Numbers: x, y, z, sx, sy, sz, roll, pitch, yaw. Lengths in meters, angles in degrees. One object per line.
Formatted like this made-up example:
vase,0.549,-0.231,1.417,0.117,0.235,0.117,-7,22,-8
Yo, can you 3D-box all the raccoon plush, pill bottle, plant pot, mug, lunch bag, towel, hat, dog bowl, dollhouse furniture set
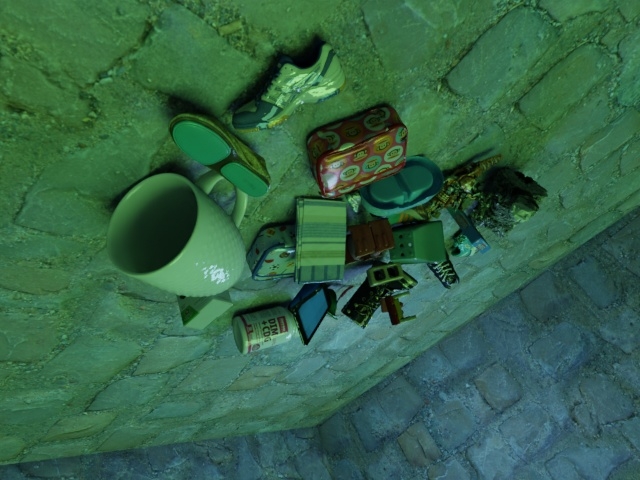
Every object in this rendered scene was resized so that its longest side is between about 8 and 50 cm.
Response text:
raccoon plush,0.713,-0.101,1.878,0.446,0.216,0.299,-29,151,-50
pill bottle,-0.217,0.370,1.993,0.282,0.160,0.160,-11,145,-26
plant pot,0.358,0.012,1.800,0.165,0.166,0.234,-6,178,33
mug,-0.329,-0.025,1.282,0.374,0.276,0.328,-59,152,-9
lunch bag,-0.100,0.050,1.671,0.303,0.115,0.243,-2,142,-33
lunch bag,0.111,-0.247,1.405,0.292,0.120,0.258,-22,152,-6
towel,0.000,0.000,1.575,0.209,0.285,0.034,-1,-176,-36
hat,0.057,0.228,2.071,0.184,0.173,0.208,-52,-175,-8
dog bowl,0.267,-0.177,1.577,0.297,0.166,0.074,-19,156,-13
dollhouse furniture set,0.196,0.126,1.691,0.152,0.375,0.201,-12,169,-10

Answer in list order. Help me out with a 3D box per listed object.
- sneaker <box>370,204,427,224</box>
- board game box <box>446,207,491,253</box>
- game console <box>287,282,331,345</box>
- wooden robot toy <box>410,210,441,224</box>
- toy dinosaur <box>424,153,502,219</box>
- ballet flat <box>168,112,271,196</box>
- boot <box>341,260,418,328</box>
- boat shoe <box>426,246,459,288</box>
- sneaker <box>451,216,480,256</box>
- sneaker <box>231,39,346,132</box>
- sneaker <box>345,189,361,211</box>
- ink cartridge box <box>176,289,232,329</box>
sneaker,0.292,-0.114,1.750,0.121,0.108,0.302,-26,158,33
board game box,0.615,-0.055,1.957,0.047,0.210,0.160,-38,146,18
game console,0.014,0.215,1.795,0.250,0.173,0.293,-39,-172,36
wooden robot toy,0.433,-0.061,1.952,0.173,0.076,0.079,-37,158,16
toy dinosaur,0.551,-0.198,1.778,0.321,0.165,0.218,-26,137,30
ballet flat,-0.243,-0.228,1.163,0.123,0.123,0.348,-35,144,12
boot,0.231,0.228,1.923,0.138,0.377,0.284,39,83,-13
boat shoe,0.580,0.117,2.226,0.127,0.158,0.340,-35,148,12
sneaker,0.680,-0.001,2.194,0.109,0.107,0.275,-10,144,-3
sneaker,-0.092,-0.368,1.110,0.296,0.112,0.131,-29,131,-1
sneaker,0.134,-0.141,1.637,0.069,0.038,0.098,-30,149,5
ink cartridge box,-0.387,0.157,1.518,0.153,0.209,0.086,-41,143,19
